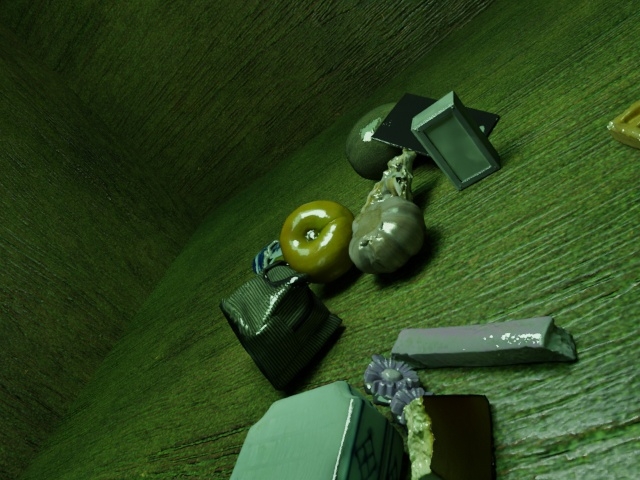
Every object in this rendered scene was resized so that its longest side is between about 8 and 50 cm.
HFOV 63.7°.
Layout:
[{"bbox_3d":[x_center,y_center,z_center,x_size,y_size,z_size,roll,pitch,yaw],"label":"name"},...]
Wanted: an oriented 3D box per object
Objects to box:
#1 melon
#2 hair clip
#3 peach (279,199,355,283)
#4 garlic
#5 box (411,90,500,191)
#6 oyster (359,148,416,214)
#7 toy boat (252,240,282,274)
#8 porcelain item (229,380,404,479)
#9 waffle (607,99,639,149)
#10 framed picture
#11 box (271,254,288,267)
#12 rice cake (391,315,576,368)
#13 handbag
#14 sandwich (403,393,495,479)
[{"bbox_3d":[0.231,-0.345,1.783,0.301,0.238,0.237,-36,20,6],"label":"melon"},{"bbox_3d":[0.146,0.278,0.906,0.106,0.085,0.292,-3,12,-19],"label":"hair clip"},{"bbox_3d":[0.000,0.000,1.487,0.250,0.153,0.252,-7,70,21],"label":"peach"},{"bbox_3d":[0.175,-0.008,1.321,0.227,0.152,0.228,-33,30,22],"label":"garlic"},{"bbox_3d":[0.359,-0.258,1.368,0.129,0.225,0.086,-31,23,31],"label":"box"},{"bbox_3d":[0.204,-0.095,1.512,0.355,0.106,0.201,-65,19,9],"label":"oyster"},{"bbox_3d":[-0.144,0.029,2.000,0.291,0.070,0.210,-39,24,1],"label":"toy boat"},{"bbox_3d":[-0.014,0.398,0.843,0.285,0.157,0.282,-29,26,33],"label":"porcelain item"},{"bbox_3d":[0.692,-0.238,0.941,0.221,0.055,0.248,-39,21,13],"label":"waffle"},{"bbox_3d":[0.352,-0.351,1.597,0.323,0.013,0.244,23,61,26],"label":"framed picture"},{"bbox_3d":[-0.100,0.095,1.774,0.219,0.064,0.141,-25,27,45],"label":"box"},{"bbox_3d":[0.261,0.183,0.905,0.364,0.056,0.073,-18,33,51],"label":"rice cake"},{"bbox_3d":[-0.110,0.199,1.346,0.240,0.247,0.340,-35,15,-12],"label":"handbag"},{"bbox_3d":[0.179,0.268,0.732,0.058,0.162,0.193,-33,21,34],"label":"sandwich"}]
